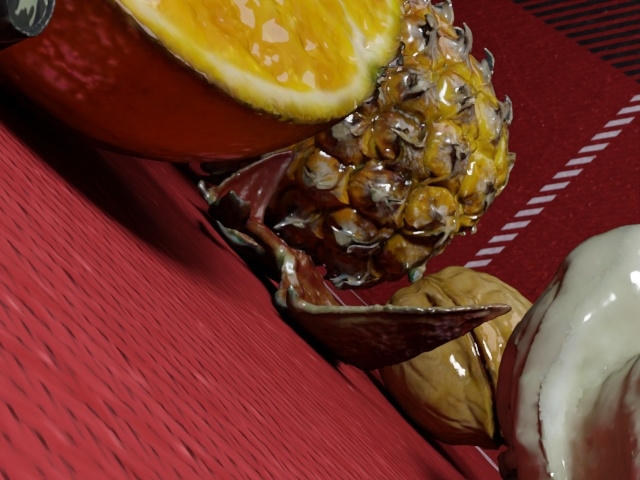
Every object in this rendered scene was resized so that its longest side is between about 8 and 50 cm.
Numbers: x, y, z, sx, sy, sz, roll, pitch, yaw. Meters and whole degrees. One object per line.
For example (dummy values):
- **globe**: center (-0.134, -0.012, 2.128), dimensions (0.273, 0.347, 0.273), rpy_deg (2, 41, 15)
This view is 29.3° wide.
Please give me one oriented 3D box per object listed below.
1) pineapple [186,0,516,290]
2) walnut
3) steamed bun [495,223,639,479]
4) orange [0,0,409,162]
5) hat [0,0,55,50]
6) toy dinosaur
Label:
- **pineapple**: center (0.032, -0.113, 1.320), dimensions (0.300, 0.352, 0.352), rpy_deg (55, -2, -16)
- **walnut**: center (0.123, 0.099, 1.028), dimensions (0.144, 0.144, 0.180), rpy_deg (44, 10, -33)
- **steamed bun**: center (0.244, 0.165, 0.721), dimensions (0.339, 0.247, 0.352), rpy_deg (24, 30, -32)
- **orange**: center (-0.073, -0.165, 0.627), dimensions (0.274, 0.274, 0.310), rpy_deg (45, 1, -17)
- **hat**: center (-0.118, -0.088, 0.406), dimensions (0.121, 0.050, 0.121), rpy_deg (-9, 90, -85)
- **toy dinosaur**: center (0.003, 0.003, 0.956), dimensions (0.206, 0.113, 0.327), rpy_deg (45, -1, -7)
